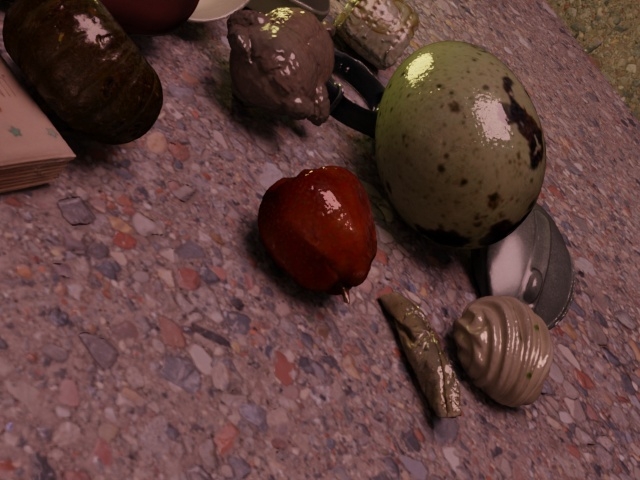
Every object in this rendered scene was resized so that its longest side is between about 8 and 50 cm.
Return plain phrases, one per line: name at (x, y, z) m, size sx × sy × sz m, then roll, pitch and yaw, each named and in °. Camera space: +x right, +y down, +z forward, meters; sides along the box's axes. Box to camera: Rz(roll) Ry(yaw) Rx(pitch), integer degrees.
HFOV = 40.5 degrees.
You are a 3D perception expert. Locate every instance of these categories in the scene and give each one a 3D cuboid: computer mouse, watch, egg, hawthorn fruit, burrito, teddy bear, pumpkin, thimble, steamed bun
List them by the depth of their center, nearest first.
pumpkin at (-0.306, -0.216, 1.080) m, size 0.219 × 0.162 × 0.219 m, roll 50°, pitch 2°, yaw -3°
hawthorn fruit at (-0.003, -0.013, 1.202) m, size 0.179 × 0.173 × 0.173 m, roll 64°, pitch 28°, yaw -18°
burrito at (0.150, 0.164, 1.252) m, size 0.058 × 0.063 × 0.230 m, roll -18°, pitch 50°, yaw -11°
steamed bun at (0.291, 0.162, 1.342) m, size 0.182 × 0.106 × 0.183 m, roll 31°, pitch 40°, yaw -30°
teddy bear at (-0.062, -0.292, 1.442) m, size 0.236 × 0.151 × 0.267 m, roll 46°, pitch 34°, yaw -12°
egg at (0.233, -0.167, 1.492) m, size 0.287 × 0.287 × 0.380 m, roll 16°, pitch 48°, yaw -37°
computer mouse at (0.373, 0.014, 1.608) m, size 0.203 × 0.114 × 0.374 m, roll 32°, pitch 35°, yaw -19°
watch at (0.056, -0.280, 1.643) m, size 0.193 × 0.068 × 0.206 m, roll 36°, pitch 29°, yaw -6°
thimble at (0.116, -0.453, 1.844) m, size 0.143 × 0.137 × 0.191 m, roll 37°, pitch 48°, yaw -15°

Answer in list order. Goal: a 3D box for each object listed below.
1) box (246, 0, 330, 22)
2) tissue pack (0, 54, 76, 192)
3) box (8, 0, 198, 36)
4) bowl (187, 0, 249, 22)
box at (-0.152, -0.604, 1.720) m, size 0.367 × 0.090 × 0.373 m, roll 22°, pitch 43°, yaw -27°
tissue pack at (-0.440, -0.191, 0.986) m, size 0.325 × 0.071 × 0.170 m, roll 52°, pitch 30°, yaw 10°
box at (-0.339, -0.444, 1.229) m, size 0.403 × 0.263 × 0.108 m, roll 8°, pitch 7°, yaw -36°
bowl at (-0.231, -0.501, 1.442) m, size 0.277 × 0.277 × 0.145 m, roll 15°, pitch 1°, yaw -38°
